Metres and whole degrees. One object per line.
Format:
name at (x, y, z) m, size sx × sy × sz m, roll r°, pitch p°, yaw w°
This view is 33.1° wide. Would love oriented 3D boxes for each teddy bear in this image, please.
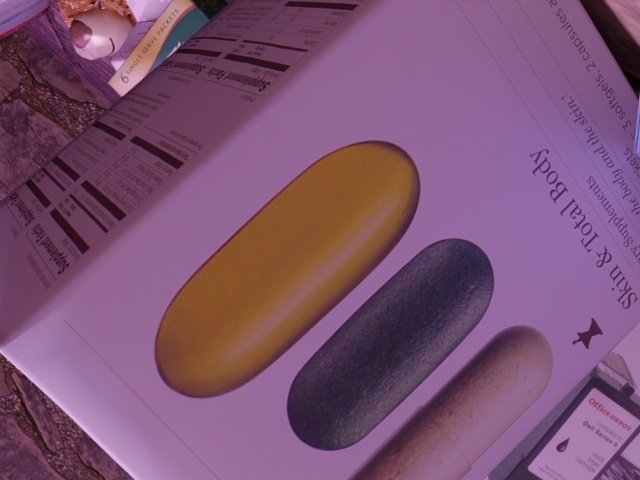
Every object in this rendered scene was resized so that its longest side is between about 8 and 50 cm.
teddy bear at (-0.126, -0.160, 1.058) m, size 0.245 × 0.113 × 0.338 m, roll 32°, pitch 171°, yaw 44°

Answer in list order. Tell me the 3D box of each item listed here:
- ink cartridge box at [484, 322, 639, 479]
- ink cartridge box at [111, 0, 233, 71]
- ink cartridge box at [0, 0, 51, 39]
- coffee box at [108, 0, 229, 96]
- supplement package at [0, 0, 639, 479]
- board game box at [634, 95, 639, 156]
ink cartridge box at (0.127, 0.129, 0.733) m, size 0.121 × 0.289 × 0.211 m, roll 43°, pitch 175°, yaw -1°
ink cartridge box at (-0.101, -0.131, 0.905) m, size 0.104 × 0.062 × 0.181 m, roll -3°, pitch 134°, yaw 26°
ink cartridge box at (-0.338, -0.289, 0.944) m, size 0.226 × 0.131 × 0.306 m, roll 64°, pitch 166°, yaw -13°
coffee box at (-0.065, -0.095, 0.826) m, size 0.184 × 0.113 × 0.040 m, roll 47°, pitch -144°, yaw -4°
supplement package at (0.000, 0.000, 0.520) m, size 0.199 × 0.262 × 0.198 m, roll 51°, pitch 171°, yaw -23°
board game box at (0.201, -0.014, 0.348) m, size 0.211 × 0.039 × 0.160 m, roll 37°, pitch 174°, yaw 22°
